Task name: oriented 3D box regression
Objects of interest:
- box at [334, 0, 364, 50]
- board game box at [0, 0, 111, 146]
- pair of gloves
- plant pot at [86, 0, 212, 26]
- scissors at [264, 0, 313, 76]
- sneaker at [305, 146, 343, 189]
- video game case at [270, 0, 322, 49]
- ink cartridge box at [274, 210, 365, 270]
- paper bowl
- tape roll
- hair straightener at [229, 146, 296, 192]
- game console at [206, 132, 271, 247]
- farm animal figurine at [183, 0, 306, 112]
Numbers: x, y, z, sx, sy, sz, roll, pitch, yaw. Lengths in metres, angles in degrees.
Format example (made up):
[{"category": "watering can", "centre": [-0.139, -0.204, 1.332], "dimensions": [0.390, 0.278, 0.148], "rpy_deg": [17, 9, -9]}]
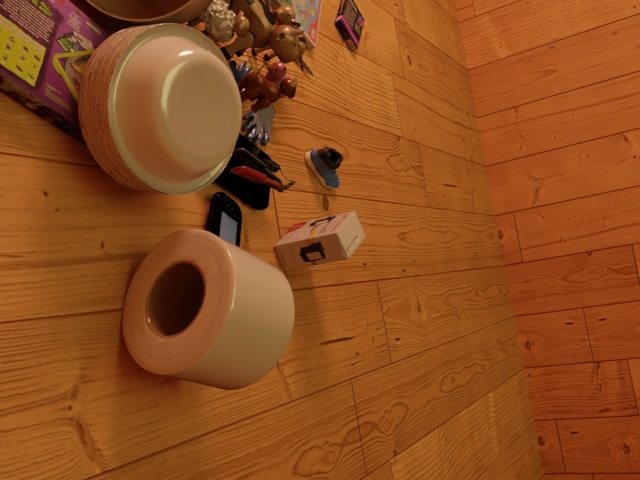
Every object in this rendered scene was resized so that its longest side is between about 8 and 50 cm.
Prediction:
[{"category": "box", "centre": [0.096, -0.709, 2.115], "dimensions": [0.116, 0.029, 0.162], "rpy_deg": [51, 41, -39]}, {"category": "board game box", "centre": [-0.411, -0.282, 1.087], "dimensions": [0.347, 0.056, 0.208], "rpy_deg": [38, 52, -48]}, {"category": "pair of gloves", "centre": [-0.168, -0.323, 1.535], "dimensions": [0.198, 0.023, 0.159], "rpy_deg": [57, 34, -32]}, {"category": "plant pot", "centre": [-0.289, -0.510, 1.191], "dimensions": [0.191, 0.284, 0.283], "rpy_deg": [-5, 83, -83]}, {"category": "scissors", "centre": [-0.105, -0.528, 1.723], "dimensions": [0.297, 0.021, 0.109], "rpy_deg": [56, 34, -34]}, {"category": "sneaker", "centre": [0.032, -0.195, 1.760], "dimensions": [0.152, 0.085, 0.058], "rpy_deg": [48, 41, -41]}, {"category": "video game case", "centre": [-0.087, -0.695, 1.805], "dimensions": [0.285, 0.025, 0.204], "rpy_deg": [41, 46, -46]}, {"category": "ink cartridge box", "centre": [0.000, 0.000, 1.544], "dimensions": [0.127, 0.175, 0.072], "rpy_deg": [-49, 121, -55]}, {"category": "paper bowl", "centre": [-0.246, -0.218, 1.106], "dimensions": [0.284, 0.148, 0.284], "rpy_deg": [-13, 106, -52]}, {"category": "tape roll", "centre": [-0.190, 0.121, 1.112], "dimensions": [0.169, 0.246, 0.246], "rpy_deg": [31, 54, -52]}, {"category": "hair straightener", "centre": [-0.122, -0.167, 1.446], "dimensions": [0.230, 0.047, 0.088], "rpy_deg": [16, 65, -57]}, {"category": "game console", "centre": [-0.187, -0.066, 1.386], "dimensions": [0.213, 0.044, 0.361], "rpy_deg": [34, 52, -50]}, {"category": "farm animal figurine", "centre": [-0.125, -0.464, 1.466], "dimensions": [0.326, 0.172, 0.330], "rpy_deg": [49, 26, -27]}]
